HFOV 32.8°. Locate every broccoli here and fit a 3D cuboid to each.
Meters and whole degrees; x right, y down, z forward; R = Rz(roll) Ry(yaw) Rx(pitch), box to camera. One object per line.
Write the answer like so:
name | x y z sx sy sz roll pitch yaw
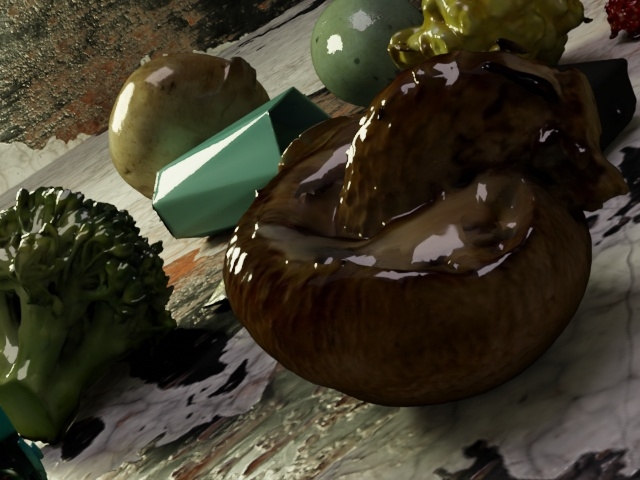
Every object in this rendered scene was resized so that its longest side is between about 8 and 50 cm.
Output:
broccoli | -0.285 0.083 1.134 0.248 0.288 0.245 12 48 10

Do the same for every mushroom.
mushroom | 0.077 -0.005 0.738 0.283 0.195 0.263 -39 17 38
mushroom | -0.178 -0.159 1.549 0.255 0.255 0.184 -28 28 10

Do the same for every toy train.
toy train | -0.333 0.185 0.987 0.107 0.154 0.198 -37 17 -28

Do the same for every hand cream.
hand cream | -0.080 0.024 1.210 0.061 0.039 0.143 -15 28 37

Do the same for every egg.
egg | 0.072 -0.276 1.560 0.169 0.169 0.236 -32 20 -2

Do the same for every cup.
cup | -0.100 -0.079 1.390 0.236 0.134 0.148 -25 14 33

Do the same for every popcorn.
popcorn | 0.194 -0.235 1.250 0.189 0.169 0.218 -42 -17 -13

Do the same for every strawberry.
strawberry | 0.400 -0.303 1.228 0.188 0.082 0.121 -31 19 -9

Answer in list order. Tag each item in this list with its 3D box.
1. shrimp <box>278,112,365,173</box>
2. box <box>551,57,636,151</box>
shrimp | 0.051 -0.106 1.227 0.217 0.115 0.051 -25 52 7
box | 0.121 -0.073 1.038 0.290 0.073 0.289 -41 23 -26
